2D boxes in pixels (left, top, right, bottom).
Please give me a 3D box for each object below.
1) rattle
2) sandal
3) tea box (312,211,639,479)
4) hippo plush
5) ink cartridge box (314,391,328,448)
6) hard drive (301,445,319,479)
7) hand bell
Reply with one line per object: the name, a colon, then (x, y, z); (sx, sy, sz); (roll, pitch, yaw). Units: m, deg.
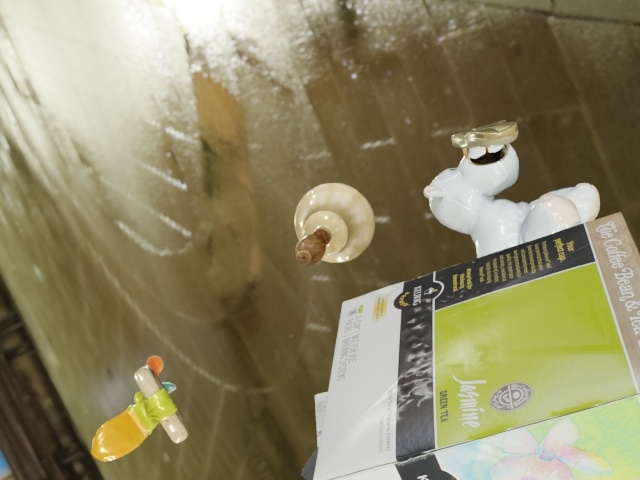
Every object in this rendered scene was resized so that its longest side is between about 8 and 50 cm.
rattle: (-0.287, 0.263, 1.652); (0.130, 0.143, 0.200); (44, 178, -30)
sandal: (0.201, -0.113, 1.273); (0.180, 0.072, 0.049); (-97, -8, -84)
tea box: (0.192, 0.173, 1.024); (0.329, 0.324, 0.220); (-76, -36, -64)
hippo plush: (0.308, -0.043, 1.833); (0.236, 0.234, 0.294); (48, 112, 18)
ink cartridge box: (0.053, 0.416, 2.254); (0.127, 0.072, 0.175); (33, -134, -50)
hard drive: (0.096, 0.284, 1.398); (0.172, 0.054, 0.254); (36, 133, 1)
hand bell: (0.000, 0.000, 1.518); (0.126, 0.126, 0.242); (65, -165, -8)
